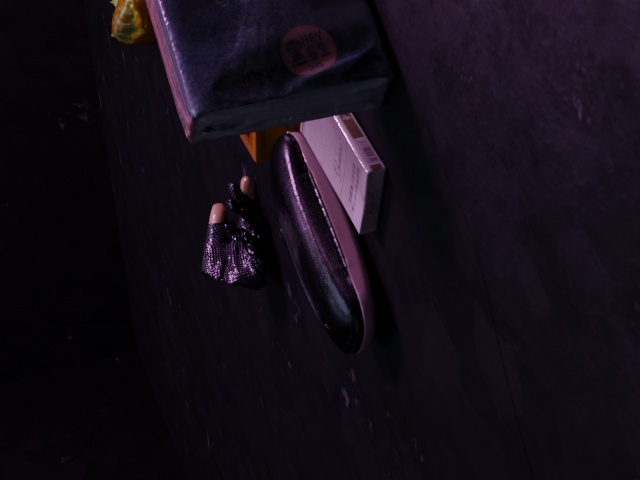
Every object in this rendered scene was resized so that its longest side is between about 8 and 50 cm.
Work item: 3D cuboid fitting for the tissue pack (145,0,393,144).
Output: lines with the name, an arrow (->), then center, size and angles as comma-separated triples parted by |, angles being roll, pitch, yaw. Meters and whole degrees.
tissue pack -> -0.077, -0.273, 1.215 | 0.103, 0.228, 0.315 | 116, 139, -65

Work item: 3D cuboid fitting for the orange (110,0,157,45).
orange -> -0.297, -0.458, 1.920 | 0.179, 0.159, 0.237 | 121, 137, -59

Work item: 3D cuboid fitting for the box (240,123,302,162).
box -> -0.104, -0.262, 1.583 | 0.274, 0.076, 0.174 | -120, 22, -45

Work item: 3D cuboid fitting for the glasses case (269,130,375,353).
glasses case -> 0.000, 0.000, 1.438 | 0.122, 0.075, 0.314 | 103, 149, -60

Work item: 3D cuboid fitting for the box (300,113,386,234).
box -> 0.025, -0.114, 1.352 | 0.109, 0.029, 0.198 | 96, 154, -48

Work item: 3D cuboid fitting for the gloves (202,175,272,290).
gloves -> -0.129, -0.016, 1.857 | 0.129, 0.106, 0.180 | -168, 95, -71

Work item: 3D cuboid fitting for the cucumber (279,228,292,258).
cucumber -> -0.020, 0.012, 1.568 | 0.048, 0.048, 0.105 | 95, 153, -46
